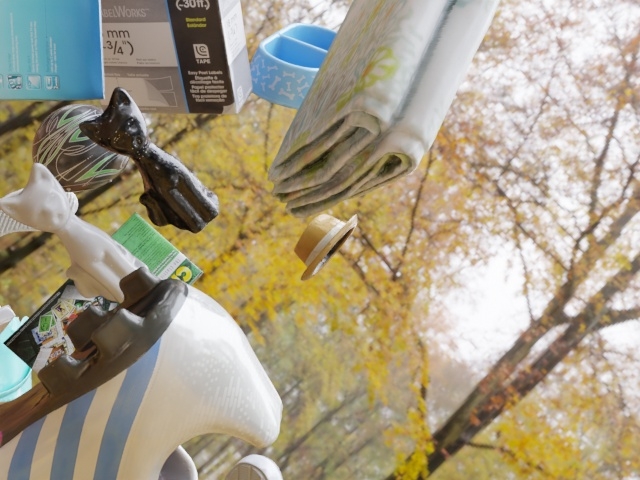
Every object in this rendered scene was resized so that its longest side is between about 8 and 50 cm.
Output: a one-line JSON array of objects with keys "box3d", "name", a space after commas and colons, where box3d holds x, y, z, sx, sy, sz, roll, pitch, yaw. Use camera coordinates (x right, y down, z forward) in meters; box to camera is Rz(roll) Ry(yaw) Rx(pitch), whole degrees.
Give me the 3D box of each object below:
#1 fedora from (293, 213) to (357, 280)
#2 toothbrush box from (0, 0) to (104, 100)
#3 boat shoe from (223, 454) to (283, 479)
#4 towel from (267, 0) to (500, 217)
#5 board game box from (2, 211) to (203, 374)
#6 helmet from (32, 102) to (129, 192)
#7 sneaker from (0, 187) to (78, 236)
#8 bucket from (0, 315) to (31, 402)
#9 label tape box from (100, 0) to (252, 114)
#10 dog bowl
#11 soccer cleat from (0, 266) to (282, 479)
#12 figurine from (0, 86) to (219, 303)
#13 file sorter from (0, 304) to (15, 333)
[{"box3d": [0.000, 0.000, 1.841, 0.079, 0.194, 0.194, 40, -20, 7], "name": "fedora"}, {"box3d": [-0.429, -0.278, 1.018, 0.126, 0.296, 0.216, 15, -71, 60], "name": "toothbrush box"}, {"box3d": [-0.090, 0.435, 1.232, 0.109, 0.094, 0.302, 20, -62, 29], "name": "boat shoe"}, {"box3d": [0.086, -0.209, 0.819, 0.090, 0.374, 0.320, 29, -15, -13], "name": "towel"}, {"box3d": [-0.304, 0.096, 1.179, 0.136, 0.259, 0.030, 42, -20, 1], "name": "board game box"}, {"box3d": [-0.452, -0.174, 1.550, 0.169, 0.161, 0.169, 6, -78, 28], "name": "helmet"}, {"box3d": [-0.705, -0.065, 1.910, 0.161, 0.282, 0.102, -160, -123, -71], "name": "sneaker"}, {"box3d": [-0.768, 0.277, 1.819, 0.281, 0.281, 0.183, 148, -67, -71], "name": "bucket"}, {"box3d": [-0.252, -0.367, 1.287, 0.241, 0.106, 0.333, 3, -55, 14], "name": "label tape box"}, {"box3d": [-0.030, -0.330, 1.535, 0.166, 0.297, 0.074, 22, -58, 8], "name": "dog bowl"}, {"box3d": [-0.170, 0.154, 0.535, 0.143, 0.331, 0.116, 49, 22, -17], "name": "soccer cleat"}, {"box3d": [-0.261, -0.050, 1.026, 0.092, 0.215, 0.209, 30, -19, 44], "name": "figurine"}, {"box3d": [-0.574, 0.124, 1.100, 0.173, 0.193, 0.278, 56, -47, 6], "name": "file sorter"}]
